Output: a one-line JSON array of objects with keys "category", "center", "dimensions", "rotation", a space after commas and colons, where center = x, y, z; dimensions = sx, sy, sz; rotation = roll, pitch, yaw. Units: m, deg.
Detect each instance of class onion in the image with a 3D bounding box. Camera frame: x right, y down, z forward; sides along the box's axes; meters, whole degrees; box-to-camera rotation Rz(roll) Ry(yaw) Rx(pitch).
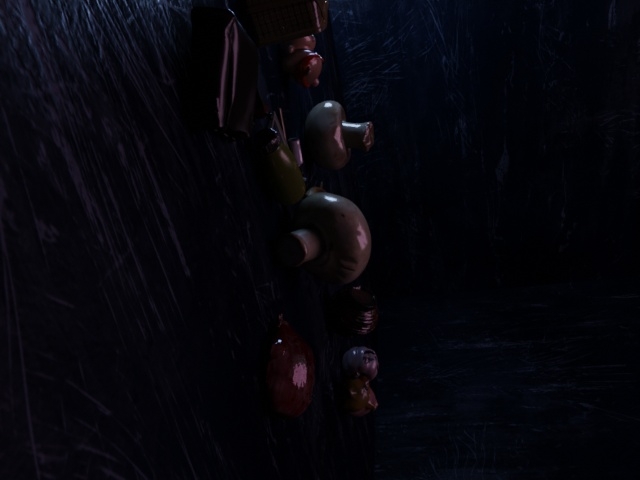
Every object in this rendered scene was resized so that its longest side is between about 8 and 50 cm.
[{"category": "onion", "center": [-0.076, 0.337, 1.437], "dimensions": [0.227, 0.120, 0.284], "rotation": [67, 19, -70]}]

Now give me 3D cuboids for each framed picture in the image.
[{"category": "framed picture", "center": [-0.136, -0.296, 1.724], "dimensions": [0.203, 0.015, 0.150], "rotation": [68, 24, -54]}]

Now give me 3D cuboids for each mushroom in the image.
[{"category": "mushroom", "center": [0.029, -0.014, 1.710], "dimensions": [0.356, 0.315, 0.315], "rotation": [70, 16, -77]}, {"category": "mushroom", "center": [0.082, -0.449, 2.241], "dimensions": [0.297, 0.289, 0.298], "rotation": [-5, 90, -79]}]

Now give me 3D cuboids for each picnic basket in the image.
[{"category": "picnic basket", "center": [-0.104, -0.733, 1.629], "dimensions": [0.313, 0.227, 0.175], "rotation": [-85, 162, -49]}]

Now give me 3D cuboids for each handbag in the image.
[{"category": "handbag", "center": [-0.209, -0.354, 1.168], "dimensions": [0.285, 0.113, 0.257], "rotation": [-60, 148, -84]}]

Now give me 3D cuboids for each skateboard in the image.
[{"category": "skateboard", "center": [-0.186, -0.400, 1.463], "dimensions": [0.080, 0.067, 0.151], "rotation": [-98, 170, -45]}]

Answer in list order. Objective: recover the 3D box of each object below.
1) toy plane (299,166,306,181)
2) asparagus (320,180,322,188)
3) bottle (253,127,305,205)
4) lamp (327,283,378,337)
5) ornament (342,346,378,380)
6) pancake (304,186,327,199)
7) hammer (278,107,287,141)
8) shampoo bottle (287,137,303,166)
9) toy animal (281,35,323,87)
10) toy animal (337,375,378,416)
[{"category": "toy plane", "center": [-0.086, -0.207, 1.816], "dimensions": [0.189, 0.061, 0.130], "rotation": [-97, -155, -57]}, {"category": "asparagus", "center": [0.006, -0.195, 2.435], "dimensions": [0.016, 0.016, 0.163], "rotation": [9, 73, -51]}, {"category": "bottle", "center": [-0.122, -0.214, 1.525], "dimensions": [0.260, 0.112, 0.112], "rotation": [67, 20, -56]}, {"category": "lamp", "center": [0.141, 0.316, 2.316], "dimensions": [0.247, 0.246, 0.247], "rotation": [-6, 90, -79]}, {"category": "ornament", "center": [0.190, 0.599, 2.516], "dimensions": [0.177, 0.177, 0.178], "rotation": [-6, 90, -79]}, {"category": "pancake", "center": [0.027, -0.059, 2.180], "dimensions": [0.356, 0.065, 0.356], "rotation": [47, 34, -46]}, {"category": "hammer", "center": [-0.127, -0.363, 1.848], "dimensions": [0.062, 0.013, 0.199], "rotation": [-62, 144, -70]}, {"category": "shampoo bottle", "center": [-0.090, -0.318, 1.913], "dimensions": [0.072, 0.043, 0.099], "rotation": [-122, -160, -68]}, {"category": "toy animal", "center": [-0.069, -0.675, 1.981], "dimensions": [0.171, 0.171, 0.198], "rotation": [34, 43, -76]}, {"category": "toy animal", "center": [0.155, 0.692, 2.345], "dimensions": [0.169, 0.195, 0.281], "rotation": [-48, 153, -18]}]
